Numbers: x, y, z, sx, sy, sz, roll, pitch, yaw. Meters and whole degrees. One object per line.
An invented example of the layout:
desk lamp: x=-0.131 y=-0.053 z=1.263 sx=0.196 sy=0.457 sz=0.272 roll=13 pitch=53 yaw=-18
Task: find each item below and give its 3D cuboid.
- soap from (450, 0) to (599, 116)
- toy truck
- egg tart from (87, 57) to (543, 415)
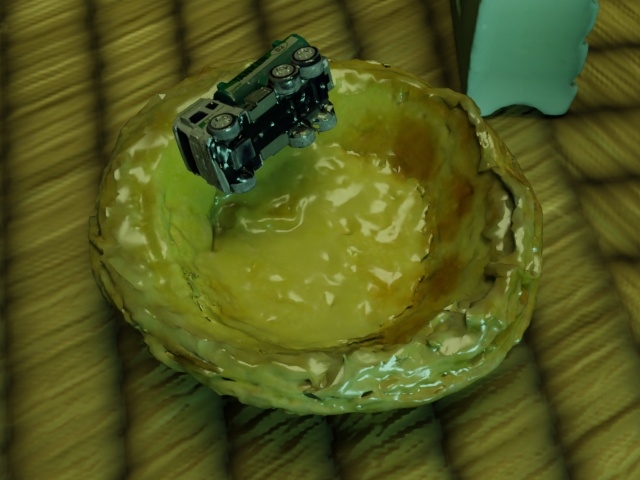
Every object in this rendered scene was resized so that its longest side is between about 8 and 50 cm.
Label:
soap: x=0.107 y=-0.180 z=0.729 sx=0.067 sy=0.119 sz=0.198 roll=0 pitch=53 yaw=-3
toy truck: x=-0.029 y=-0.058 z=0.581 sx=0.044 sy=0.039 sz=0.083 roll=25 pitch=54 yaw=39
egg tart: x=0.001 y=0.002 z=0.609 sx=0.213 sy=0.090 sz=0.212 roll=1 pitch=51 yaw=-1
